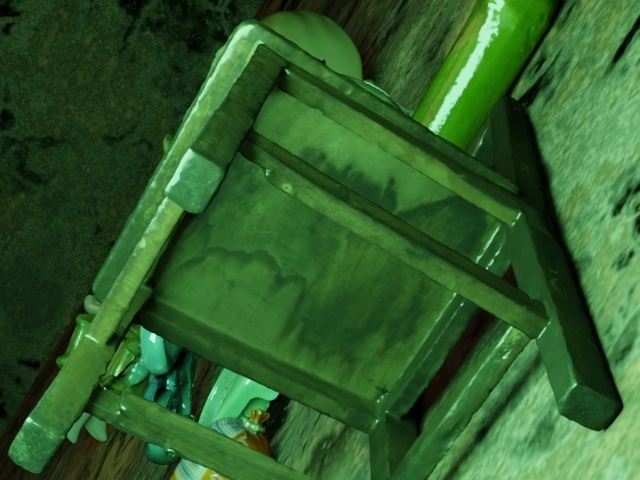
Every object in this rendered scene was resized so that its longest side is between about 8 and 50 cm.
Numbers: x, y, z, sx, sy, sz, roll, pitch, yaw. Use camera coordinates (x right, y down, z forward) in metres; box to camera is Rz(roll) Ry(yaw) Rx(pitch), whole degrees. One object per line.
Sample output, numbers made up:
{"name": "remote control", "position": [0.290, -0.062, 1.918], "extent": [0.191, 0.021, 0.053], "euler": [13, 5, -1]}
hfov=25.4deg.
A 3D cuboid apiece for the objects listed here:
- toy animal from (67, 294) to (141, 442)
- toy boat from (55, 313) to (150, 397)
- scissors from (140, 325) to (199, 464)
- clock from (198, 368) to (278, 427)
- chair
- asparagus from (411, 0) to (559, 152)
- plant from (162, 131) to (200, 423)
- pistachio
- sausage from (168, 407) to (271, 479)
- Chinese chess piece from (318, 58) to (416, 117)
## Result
{"name": "toy animal", "position": [-0.325, 0.179, 2.075], "extent": [0.221, 0.130, 0.104], "euler": [-56, -12, -1]}
{"name": "toy boat", "position": [-0.267, 0.165, 1.910], "extent": [0.276, 0.084, 0.111], "euler": [8, 69, 61]}
{"name": "scissors", "position": [-0.149, 0.119, 1.591], "extent": [0.393, 0.032, 0.180], "euler": [-65, -26, -76]}
{"name": "clock", "position": [-0.079, 0.154, 1.317], "extent": [0.135, 0.041, 0.101], "euler": [-57, 12, 22]}
{"name": "chair", "position": [0.000, 0.000, 0.849], "extent": [0.203, 0.240, 0.416], "euler": [-59, 12, 22]}
{"name": "asparagus", "position": [0.095, -0.086, 1.097], "extent": [0.278, 0.060, 0.067], "euler": [-60, 9, 5]}
{"name": "plant", "position": [-0.035, 0.023, 1.393], "extent": [0.251, 0.180, 0.334], "euler": [-2, 97, 58]}
{"name": "pistachio", "position": [-0.044, -0.127, 1.597], "extent": [0.166, 0.197, 0.288], "euler": [46, -129, -57]}
{"name": "sausage", "position": [-0.108, 0.235, 1.174], "extent": [0.234, 0.071, 0.071], "euler": [-59, 12, 11]}
{"name": "Chinese chess piece", "position": [-0.011, -0.029, 1.163], "extent": [0.238, 0.092, 0.238], "euler": [-55, -14, -21]}
